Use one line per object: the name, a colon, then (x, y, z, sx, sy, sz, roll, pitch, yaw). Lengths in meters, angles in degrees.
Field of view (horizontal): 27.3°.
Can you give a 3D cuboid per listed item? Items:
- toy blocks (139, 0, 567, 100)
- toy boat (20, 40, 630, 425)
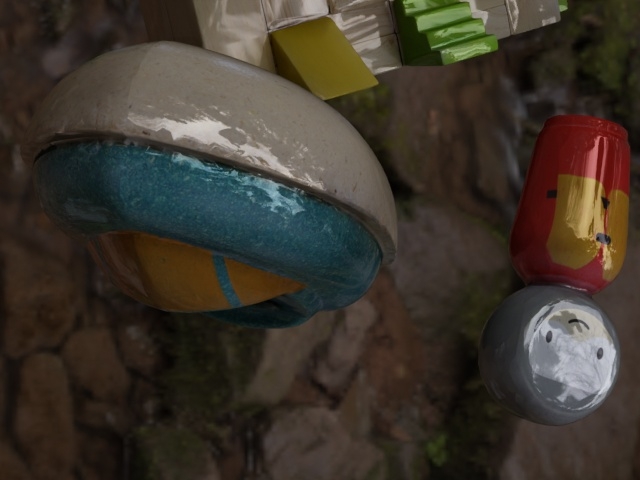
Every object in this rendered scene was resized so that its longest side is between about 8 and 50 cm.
toy blocks: (0.008, -0.248, 0.926, 0.381, 0.190, 0.261, -19, 105, -26)
toy boat: (0.000, 0.000, 0.680, 0.267, 0.318, 0.148, 35, 64, -66)
